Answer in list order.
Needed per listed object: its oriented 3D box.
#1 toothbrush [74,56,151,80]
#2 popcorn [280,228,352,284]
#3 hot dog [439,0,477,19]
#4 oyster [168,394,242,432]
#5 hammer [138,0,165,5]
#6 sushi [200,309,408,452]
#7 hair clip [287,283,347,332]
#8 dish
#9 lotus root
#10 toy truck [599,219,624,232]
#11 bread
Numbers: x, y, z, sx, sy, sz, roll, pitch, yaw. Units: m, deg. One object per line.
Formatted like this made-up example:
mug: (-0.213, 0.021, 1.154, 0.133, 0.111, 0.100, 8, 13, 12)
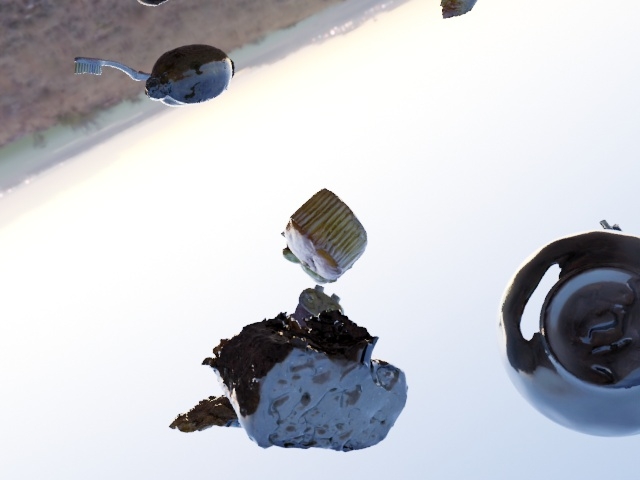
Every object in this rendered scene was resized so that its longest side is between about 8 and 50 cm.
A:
toothbrush: (-0.352, -0.344, 1.461, 0.028, 0.037, 0.375, 20, -165, 33)
popcorn: (0.000, 0.000, 1.953, 0.265, 0.233, 0.192, -4, -153, -36)
hot dog: (0.333, -0.566, 1.562, 0.169, 0.078, 0.061, -48, 177, 33)
oyster: (-0.246, 0.414, 1.673, 0.222, 0.083, 0.214, -6, 170, -33)
hammer: (-0.304, -0.548, 1.296, 0.033, 0.111, 0.287, -46, -177, -35)
sushi: (-0.006, 0.234, 1.224, 0.207, 0.348, 0.235, 33, -81, 54)
hair clip: (0.006, 0.205, 1.886, 0.146, 0.187, 0.056, -64, 174, 10)
dish: (0.423, 0.130, 1.036, 0.324, 0.324, 0.124, -24, 163, 11)
lotus root: (-0.250, -0.313, 1.320, 0.120, 0.120, 0.209, -13, -167, 45)
toy truck: (0.512, 0.003, 1.237, 0.073, 0.056, 0.090, 121, -11, -71)
bread: (0.008, -0.003, 1.221, 0.114, 0.132, 0.190, -46, 167, -8)
